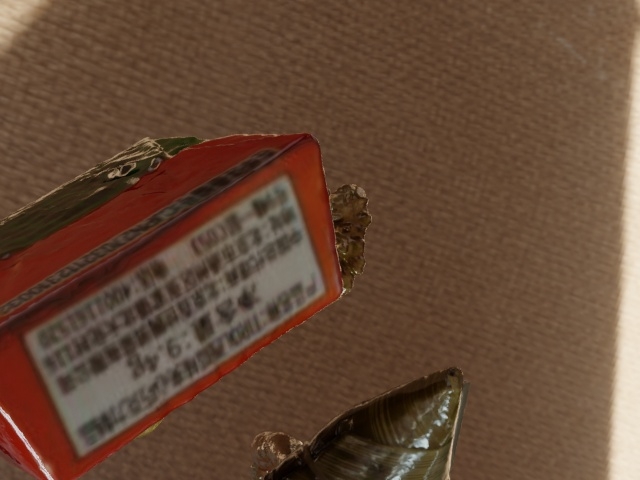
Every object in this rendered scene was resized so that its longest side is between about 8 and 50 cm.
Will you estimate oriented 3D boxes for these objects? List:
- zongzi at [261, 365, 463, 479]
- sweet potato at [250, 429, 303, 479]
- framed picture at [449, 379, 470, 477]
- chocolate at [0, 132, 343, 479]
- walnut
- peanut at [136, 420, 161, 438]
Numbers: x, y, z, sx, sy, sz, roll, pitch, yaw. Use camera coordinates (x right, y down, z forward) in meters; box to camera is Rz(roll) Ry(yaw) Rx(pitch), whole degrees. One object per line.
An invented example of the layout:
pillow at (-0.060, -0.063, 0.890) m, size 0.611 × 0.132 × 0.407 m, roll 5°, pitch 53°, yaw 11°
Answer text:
zongzi at (0.085, 0.194, 1.184) m, size 0.288 × 0.134 × 0.286 m, roll -51°, pitch 162°, yaw 24°
sweet potato at (-0.063, 0.294, 1.719) m, size 0.058 × 0.255 × 0.078 m, roll -11°, pitch 75°, yaw -17°
framed picture at (0.128, 0.361, 1.929) m, size 0.211 × 0.020 × 0.289 m, roll -13°, pitch 121°, yaw -41°
chocolate at (-0.198, 0.047, 1.121) m, size 0.360 × 0.341 × 0.161 m, roll -34°, pitch 110°, yaw -27°
walnut at (0.000, 0.000, 1.723) m, size 0.069 × 0.143 × 0.170 m, roll 26°, pitch 67°, yaw -47°
peanut at (-0.183, 0.134, 1.297) m, size 0.207 × 0.087 × 0.087 m, roll -63°, pitch 140°, yaw -60°
